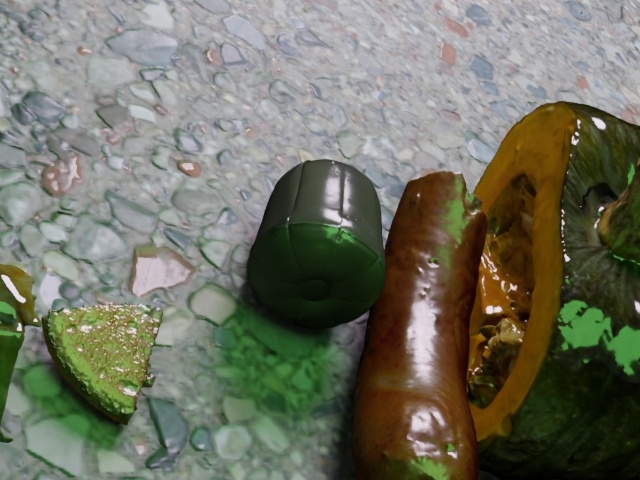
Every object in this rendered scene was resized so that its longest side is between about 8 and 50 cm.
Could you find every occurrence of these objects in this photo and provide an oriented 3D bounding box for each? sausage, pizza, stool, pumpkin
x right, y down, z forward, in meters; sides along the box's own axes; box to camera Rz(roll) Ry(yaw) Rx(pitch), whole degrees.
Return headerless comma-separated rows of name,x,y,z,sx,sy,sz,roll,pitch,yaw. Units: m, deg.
sausage,0.069,0.074,0.720,0.076,0.103,0.302,18,43,-5
pizza,-0.127,0.069,0.648,0.078,0.025,0.083,-33,83,-41
stool,0.000,0.000,0.747,0.096,0.096,0.110,25,38,-13
pumpkin,0.196,0.028,0.758,0.139,0.222,0.317,29,44,-12

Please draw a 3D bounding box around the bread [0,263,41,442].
bread,-0.282,0.039,0.525,0.269,0.098,0.087,12,6,-26
